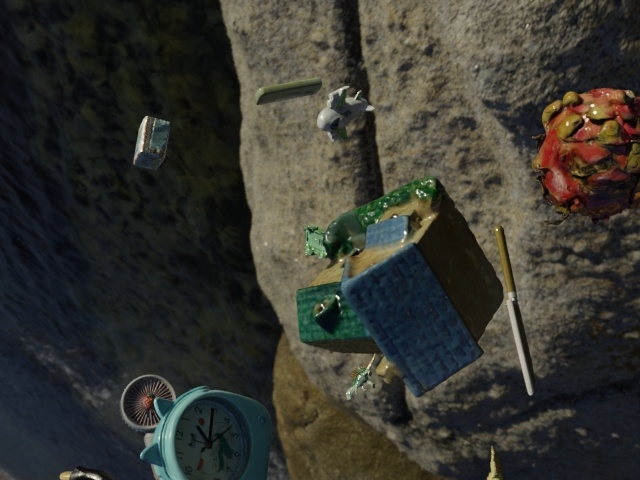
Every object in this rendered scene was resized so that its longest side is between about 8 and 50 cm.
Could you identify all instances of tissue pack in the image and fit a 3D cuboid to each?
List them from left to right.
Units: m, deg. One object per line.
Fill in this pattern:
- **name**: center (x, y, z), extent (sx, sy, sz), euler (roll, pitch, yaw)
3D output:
- **tissue pack**: center (-0.368, -0.210, 1.179), extent (0.058, 0.094, 0.074), euler (14, 154, -28)

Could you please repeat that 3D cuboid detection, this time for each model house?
- **model house**: center (0.127, 0.115, 1.185), extent (0.382, 0.342, 0.335), euler (-16, 114, 49)

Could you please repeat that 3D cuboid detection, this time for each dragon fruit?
- **dragon fruit**: center (0.597, -0.200, 1.189), extent (0.269, 0.250, 0.291), euler (-16, 130, 22)

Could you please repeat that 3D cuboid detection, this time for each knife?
- **knife**: center (0.287, 0.100, 0.813), extent (0.022, 0.256, 0.046), euler (-14, 164, 26)

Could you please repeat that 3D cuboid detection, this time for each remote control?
- **remote control**: center (-0.112, -0.515, 1.870), extent (0.098, 0.233, 0.038), euler (156, 98, -71)

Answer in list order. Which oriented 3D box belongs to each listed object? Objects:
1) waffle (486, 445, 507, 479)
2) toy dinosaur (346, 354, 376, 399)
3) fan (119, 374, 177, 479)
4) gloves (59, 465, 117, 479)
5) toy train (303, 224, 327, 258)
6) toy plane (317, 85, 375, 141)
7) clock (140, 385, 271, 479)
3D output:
- **waffle**: center (0.225, 0.393, 0.763), extent (0.125, 0.032, 0.191), euler (-26, 94, 18)
- **toy dinosaur**: center (0.148, 0.481, 1.944), extent (0.106, 0.187, 0.044), euler (-15, 146, 43)
- **fan**: center (-0.390, 0.441, 1.279), extent (0.074, 0.130, 0.244), euler (-47, 62, 51)
- **gloves**: center (-0.476, 0.587, 1.152), extent (0.301, 0.152, 0.197), euler (12, 168, 31)
- **toy train**: center (0.000, 0.000, 1.650), extent (0.149, 0.081, 0.099), euler (17, 114, 43)
- **toy plane**: center (0.066, -0.355, 1.521), extent (0.080, 0.174, 0.174), euler (43, 149, 34)
- **clock**: center (-0.227, 0.407, 1.075), extent (0.274, 0.224, 0.094), euler (32, 134, -28)
